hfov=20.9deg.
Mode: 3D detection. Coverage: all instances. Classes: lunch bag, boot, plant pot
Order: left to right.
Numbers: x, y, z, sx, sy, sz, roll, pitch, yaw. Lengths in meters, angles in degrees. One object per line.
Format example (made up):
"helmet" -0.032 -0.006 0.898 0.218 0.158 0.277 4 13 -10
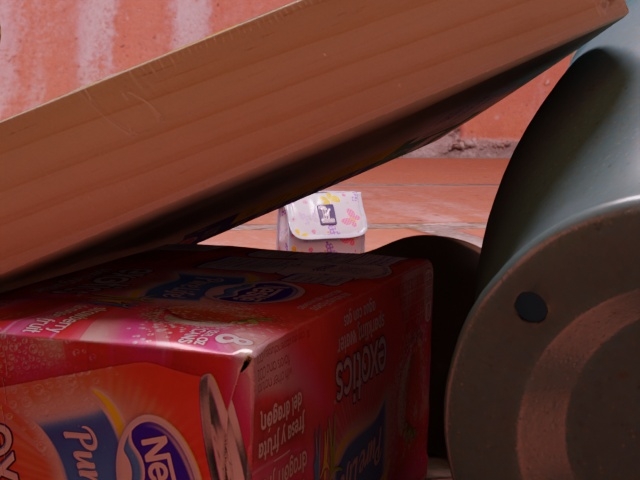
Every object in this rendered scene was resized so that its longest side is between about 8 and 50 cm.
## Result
"lunch bag" 0.000 0.000 1.445 0.071 0.083 0.053 0 7 -18
"boot" 0.076 0.057 0.967 0.115 0.112 0.305 10 0 -32
"plant pot" 0.174 0.031 0.636 0.271 0.272 0.255 5 23 25

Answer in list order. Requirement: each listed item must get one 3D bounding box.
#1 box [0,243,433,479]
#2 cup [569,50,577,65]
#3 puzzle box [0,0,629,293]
"box" -0.046 0.075 0.663 0.128 0.123 0.257 3 7 16
"cup" 0.310 -0.047 1.181 0.331 0.331 0.237 5 34 20
"puzzle box" -0.044 -0.038 0.786 0.272 0.052 0.409 -24 -1 -7
